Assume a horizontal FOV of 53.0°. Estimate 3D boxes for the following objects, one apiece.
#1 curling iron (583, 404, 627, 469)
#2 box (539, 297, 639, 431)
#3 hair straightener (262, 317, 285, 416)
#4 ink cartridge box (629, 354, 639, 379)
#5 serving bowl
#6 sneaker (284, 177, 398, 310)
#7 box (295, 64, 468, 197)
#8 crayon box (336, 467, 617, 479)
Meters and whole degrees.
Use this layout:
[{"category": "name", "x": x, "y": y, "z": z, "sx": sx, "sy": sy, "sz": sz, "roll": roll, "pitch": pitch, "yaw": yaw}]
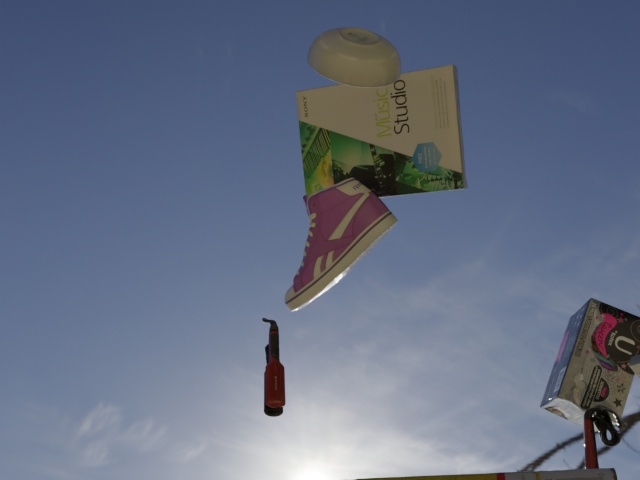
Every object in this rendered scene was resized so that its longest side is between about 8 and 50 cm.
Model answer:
[{"category": "curling iron", "x": 0.471, "y": 0.409, "z": 1.076, "sx": 0.068, "sy": 0.274, "sz": 0.035, "roll": -7, "pitch": -32, "yaw": 38}, {"category": "box", "x": 0.622, "y": 0.285, "z": 1.458, "sx": 0.142, "sy": 0.247, "sz": 0.163, "roll": 22, "pitch": -19, "yaw": 12}, {"category": "hair straightener", "x": -0.106, "y": 0.265, "z": 1.351, "sx": 0.047, "sy": 0.230, "sz": 0.089, "roll": -1, "pitch": -42, "yaw": -13}, {"category": "ink cartridge box", "x": 0.628, "y": 0.255, "z": 1.177, "sx": 0.115, "sy": 0.029, "sz": 0.063, "roll": 51, "pitch": -47, "yaw": -7}, {"category": "serving bowl", "x": 0.031, "y": -0.163, "z": 0.553, "sx": 0.083, "sy": 0.083, "sz": 0.027, "roll": 7, "pitch": -51, "yaw": -4}, {"category": "sneaker", "x": 0.001, "y": 0.000, "z": 1.231, "sx": 0.161, "sy": 0.102, "sz": 0.282, "roll": 47, "pitch": -72, "yaw": 8}, {"category": "box", "x": 0.115, "y": -0.199, "z": 1.256, "sx": 0.322, "sy": 0.058, "sz": 0.232, "roll": -5, "pitch": -87, "yaw": 22}, {"category": "crayon box", "x": 0.138, "y": 0.325, "z": 0.620, "sx": 0.318, "sy": 0.202, "sz": 0.081, "roll": -7, "pitch": -65, "yaw": 14}]
